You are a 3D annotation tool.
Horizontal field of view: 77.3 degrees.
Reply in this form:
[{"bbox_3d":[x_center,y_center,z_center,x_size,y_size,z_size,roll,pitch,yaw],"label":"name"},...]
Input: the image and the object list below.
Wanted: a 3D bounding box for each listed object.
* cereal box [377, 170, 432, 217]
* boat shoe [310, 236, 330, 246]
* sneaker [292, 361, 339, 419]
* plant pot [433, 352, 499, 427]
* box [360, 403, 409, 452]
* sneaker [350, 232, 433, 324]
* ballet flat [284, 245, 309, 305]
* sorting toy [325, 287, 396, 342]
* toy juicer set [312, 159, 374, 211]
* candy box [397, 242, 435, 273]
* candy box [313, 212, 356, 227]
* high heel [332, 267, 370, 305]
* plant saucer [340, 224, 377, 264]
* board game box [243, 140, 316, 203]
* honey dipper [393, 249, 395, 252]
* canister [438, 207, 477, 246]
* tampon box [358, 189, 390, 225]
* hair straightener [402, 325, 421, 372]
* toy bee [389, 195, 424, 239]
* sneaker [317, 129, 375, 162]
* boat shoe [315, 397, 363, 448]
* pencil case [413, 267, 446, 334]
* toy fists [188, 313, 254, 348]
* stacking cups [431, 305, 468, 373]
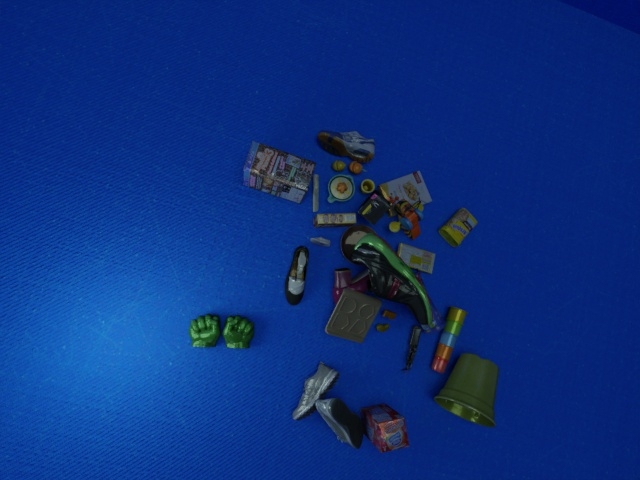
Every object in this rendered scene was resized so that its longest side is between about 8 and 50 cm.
[{"bbox_3d":[0.425,-0.235,2.025,0.240,0.047,0.173,-22,88,-13],"label":"cereal box"},{"bbox_3d":[0.000,0.000,1.921,0.100,0.035,0.035,13,52,-5],"label":"boat shoe"},{"bbox_3d":[-0.036,0.677,1.799,0.115,0.105,0.281,35,79,30],"label":"sneaker"},{"bbox_3d":[0.702,0.676,1.858,0.276,0.276,0.254,31,66,-5],"label":"plant pot"},{"bbox_3d":[0.272,0.807,1.739,0.128,0.257,0.123,-6,82,-11],"label":"box"},{"bbox_3d":[0.318,0.189,1.783,0.202,0.185,0.483,-40,90,12],"label":"sneaker"},{"bbox_3d":[-0.108,0.158,1.842,0.095,0.096,0.280,9,81,-10],"label":"ballet flat"},{"bbox_3d":[0.193,0.363,1.871,0.307,0.041,0.229,20,98,-21],"label":"sorting toy"},{"bbox_3d":[0.086,-0.288,1.947,0.329,0.089,0.209,-20,86,-12],"label":"toy juicer set"},{"bbox_3d":[0.471,0.090,1.982,0.206,0.027,0.105,17,77,-18],"label":"candy box"},{"bbox_3d":[0.067,-0.096,1.905,0.186,0.109,0.053,-3,83,-12],"label":"candy box"},{"bbox_3d":[0.238,0.214,1.908,0.377,0.127,0.181,-3,99,-10],"label":"high heel"},{"bbox_3d":[0.191,0.023,1.948,0.198,0.036,0.199,1,83,-9],"label":"plant saucer"},{"bbox_3d":[-0.192,-0.301,1.822,0.291,0.232,0.141,18,78,-8],"label":"board game box"},{"bbox_3d":[0.320,0.028,1.980,0.160,0.030,0.030,43,77,2],"label":"honey dipper"},{"bbox_3d":[0.704,-0.070,2.043,0.126,0.073,0.170,46,75,-2],"label":"canister"},{"bbox_3d":[0.257,-0.160,1.907,0.101,0.161,0.120,41,105,-2],"label":"tampon box"},{"bbox_3d":[0.431,0.518,1.900,0.047,0.089,0.230,20,81,11],"label":"hair straightener"},{"bbox_3d":[0.417,-0.140,1.924,0.195,0.298,0.162,-25,54,-28],"label":"toy bee"},{"bbox_3d":[0.129,-0.489,1.990,0.296,0.112,0.131,20,61,-9],"label":"sneaker"},{"bbox_3d":[0.092,0.800,1.758,0.320,0.103,0.118,55,44,-29],"label":"boat shoe"},{"bbox_3d":[0.485,0.294,1.924,0.119,0.133,0.306,-28,88,19],"label":"pencil case"},{"bbox_3d":[-0.430,0.394,1.747,0.279,0.096,0.142,4,80,-9],"label":"toy fists"},{"bbox_3d":[0.613,0.479,1.938,0.096,0.096,0.316,26,79,-6],"label":"stacking cups"}]
